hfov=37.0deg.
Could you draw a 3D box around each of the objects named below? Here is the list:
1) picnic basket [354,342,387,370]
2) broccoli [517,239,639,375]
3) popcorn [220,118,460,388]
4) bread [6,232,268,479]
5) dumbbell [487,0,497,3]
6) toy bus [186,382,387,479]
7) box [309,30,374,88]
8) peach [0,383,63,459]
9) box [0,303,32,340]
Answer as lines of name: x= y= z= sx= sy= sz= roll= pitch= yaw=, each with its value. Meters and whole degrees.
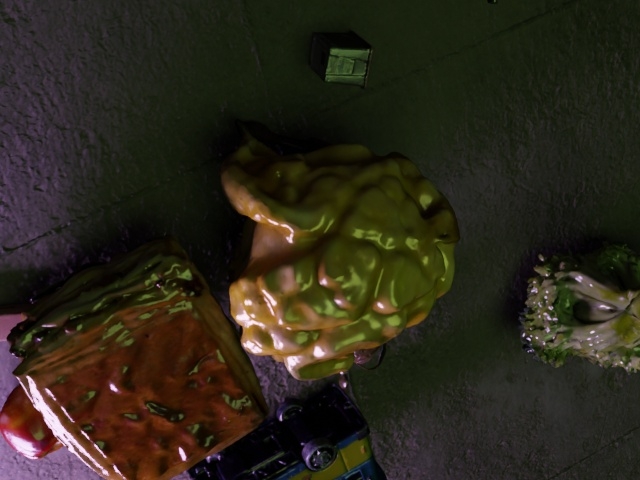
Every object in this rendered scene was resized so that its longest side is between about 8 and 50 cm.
picnic basket: x=0.077 y=0.170 z=1.540 sx=0.083 sy=0.072 sz=0.072 roll=36 pitch=96 yaw=-36
broccoli: x=0.484 y=0.113 z=1.558 sx=0.353 sy=0.275 sz=0.397 roll=-29 pitch=168 yaw=28
popcorn: x=0.000 y=0.000 z=1.277 sx=0.349 sy=0.349 sz=0.382 roll=-29 pitch=88 yaw=-11
bread: x=-0.242 y=0.162 z=1.301 sx=0.277 sy=0.167 sz=0.324 roll=-29 pitch=123 yaw=1
dumbbell: x=0.247 y=-0.422 z=1.278 sx=0.099 sy=0.099 sz=0.208 roll=-8 pitch=120 yaw=-24
toy bus: x=-0.053 y=0.377 z=1.543 sx=0.287 sy=0.138 sz=0.175 roll=-27 pitch=125 yaw=-12
box: x=0.025 y=-0.243 z=1.273 sx=0.063 sy=0.085 sz=0.060 roll=-1 pitch=119 yaw=-19
peach: x=-0.392 y=0.245 z=1.318 sx=0.100 sy=0.101 sz=0.101 roll=-13 pitch=122 yaw=-22
box: x=-0.431 y=0.110 z=1.259 sx=0.115 sy=0.025 sz=0.048 roll=-4 pitch=123 yaw=-26
